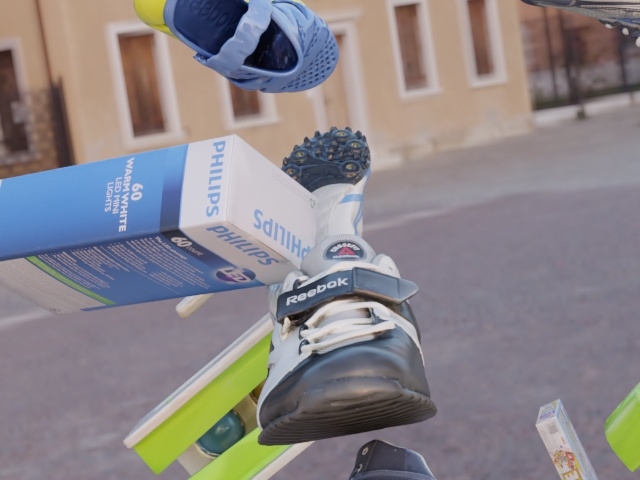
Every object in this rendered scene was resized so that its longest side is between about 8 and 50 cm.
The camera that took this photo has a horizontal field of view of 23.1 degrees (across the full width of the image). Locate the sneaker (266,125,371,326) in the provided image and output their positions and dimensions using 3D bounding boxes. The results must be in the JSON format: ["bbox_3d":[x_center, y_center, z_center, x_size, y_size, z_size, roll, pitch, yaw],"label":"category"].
[{"bbox_3d":[0.000,0.000,1.369,0.085,0.086,0.237,3,53,10],"label":"sneaker"}]

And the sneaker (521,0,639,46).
[{"bbox_3d":[0.151,-0.105,0.707,0.135,0.058,0.052,7,44,26],"label":"sneaker"}]

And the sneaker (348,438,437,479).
[{"bbox_3d":[-0.001,0.232,1.135,0.226,0.086,0.163,-16,31,27],"label":"sneaker"}]

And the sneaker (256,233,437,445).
[{"bbox_3d":[0.011,0.067,1.103,0.122,0.146,0.330,-8,-4,0],"label":"sneaker"}]

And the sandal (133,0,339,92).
[{"bbox_3d":[-0.069,-0.216,1.718,0.138,0.126,0.317,39,14,29],"label":"sandal"}]

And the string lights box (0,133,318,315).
[{"bbox_3d":[-0.147,-0.006,1.273,0.260,0.076,0.133,-9,-26,28],"label":"string lights box"}]

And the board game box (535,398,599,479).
[{"bbox_3d":[0.288,0.261,1.760,0.026,0.154,0.103,-26,-1,12],"label":"board game box"}]

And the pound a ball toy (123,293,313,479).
[{"bbox_3d":[-0.059,0.109,1.589,0.319,0.208,0.136,-41,1,11],"label":"pound a ball toy"}]

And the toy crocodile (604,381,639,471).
[{"bbox_3d":[0.412,0.262,1.507,0.340,0.115,0.105,36,31,29],"label":"toy crocodile"}]
